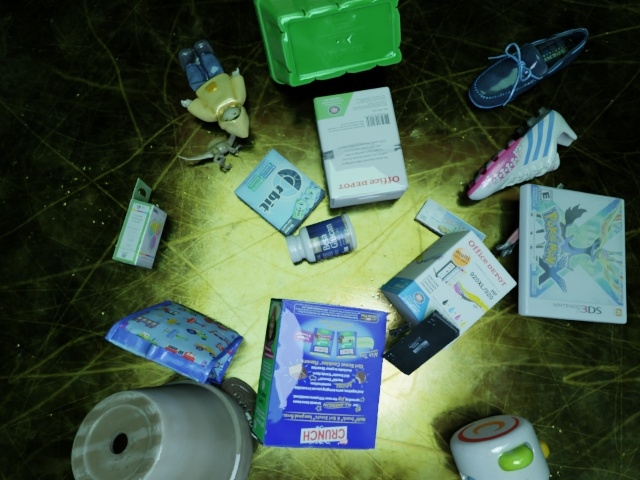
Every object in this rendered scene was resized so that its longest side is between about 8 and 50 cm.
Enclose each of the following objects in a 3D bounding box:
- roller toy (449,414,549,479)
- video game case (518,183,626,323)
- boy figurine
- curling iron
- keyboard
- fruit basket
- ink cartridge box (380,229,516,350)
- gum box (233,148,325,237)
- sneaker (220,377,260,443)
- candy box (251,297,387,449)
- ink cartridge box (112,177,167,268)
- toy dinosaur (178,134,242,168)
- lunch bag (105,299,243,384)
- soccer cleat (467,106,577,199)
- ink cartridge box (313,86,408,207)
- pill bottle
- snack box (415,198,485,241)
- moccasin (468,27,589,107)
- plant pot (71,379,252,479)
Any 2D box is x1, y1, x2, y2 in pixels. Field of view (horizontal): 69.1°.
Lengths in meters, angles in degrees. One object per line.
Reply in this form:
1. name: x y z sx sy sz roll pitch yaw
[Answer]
1. roller toy: 0.409 0.500 1.061 0.191 0.209 0.146 -24 80 31
2. video game case: 0.641 0.036 1.179 0.300 0.036 0.328 7 81 -14
3. boy figurine: -0.279 -0.383 1.225 0.177 0.092 0.285 -27 72 -5
4. curling iron: 0.549 -0.058 1.219 0.035 0.068 0.274 43 78 7
5. keyboard: 0.210 0.221 1.034 0.108 0.023 0.180 38 119 -3
6. fruit basket: 0.016 -0.594 1.229 0.392 0.282 0.392 -7 39 6
7. ink cartridge box: 0.301 0.112 1.119 0.233 0.168 0.171 -40 92 -7
8. gum box: -0.106 -0.124 1.225 0.184 0.041 0.157 39 83 6
9. sneaker: -0.173 0.413 1.125 0.066 0.071 0.188 -42 84 -6
10. candy box: 0.001 0.308 1.088 0.268 0.122 0.317 10 80 -18
11. ink cartridge box: -0.445 -0.039 1.173 0.062 0.109 0.209 13 81 1
12. toy dinosaur: -0.276 -0.235 1.244 0.183 0.053 0.092 -35 68 -13
13. lunch bag: -0.320 0.234 1.039 0.221 0.293 0.138 25 81 3
14. soccer cleat: 0.531 -0.203 1.207 0.143 0.116 0.331 45 83 5
15. ink cartridge box: 0.100 -0.236 1.207 0.199 0.115 0.272 -9 81 -2
16. pill bottle: 0.000 0.000 1.180 0.170 0.094 0.094 -17 82 -3
17. snack box: 0.342 -0.036 1.226 0.178 0.022 0.064 34 83 4
18. moccasin: 0.555 -0.484 1.250 0.342 0.117 0.137 -33 83 -5
19. plant pot: -0.343 0.432 0.967 0.323 0.280 0.323 -7 61 12
